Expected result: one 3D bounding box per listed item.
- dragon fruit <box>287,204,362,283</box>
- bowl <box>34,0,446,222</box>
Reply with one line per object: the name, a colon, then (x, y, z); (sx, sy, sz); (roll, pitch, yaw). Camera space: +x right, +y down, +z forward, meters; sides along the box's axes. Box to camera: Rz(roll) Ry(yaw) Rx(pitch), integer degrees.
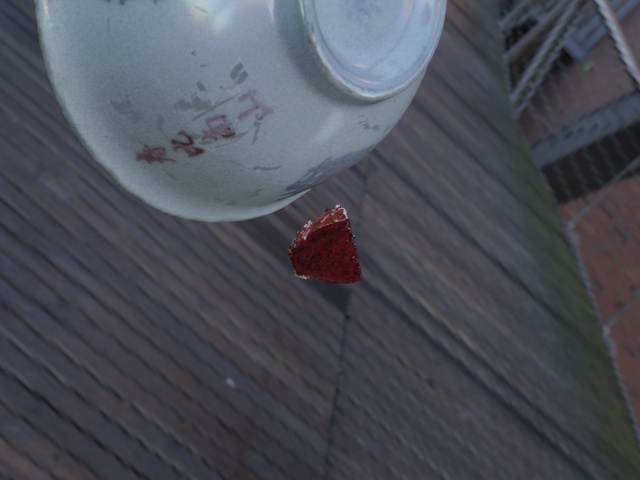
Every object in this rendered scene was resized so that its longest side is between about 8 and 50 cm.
dragon fruit: (0.000, 0.000, 1.838); (0.162, 0.106, 0.083); (73, 3, -56)
bowl: (-0.016, -0.219, 1.076); (0.196, 0.434, 0.435); (10, -10, 45)
